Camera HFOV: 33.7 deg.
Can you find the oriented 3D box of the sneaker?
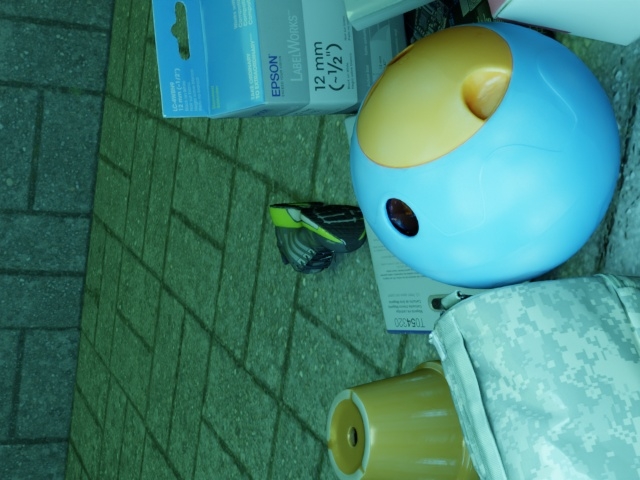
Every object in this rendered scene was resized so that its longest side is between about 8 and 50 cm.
[{"bbox_3d":[0.000,0.000,1.835,0.300,0.111,0.121,-162,66,-69],"label":"sneaker"}]

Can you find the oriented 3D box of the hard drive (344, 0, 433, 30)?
[{"bbox_3d":[0.165,-0.419,1.379,0.308,0.040,0.203,-18,67,21],"label":"hard drive"}]

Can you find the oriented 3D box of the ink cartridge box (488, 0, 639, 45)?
[{"bbox_3d":[0.271,-0.377,1.175,0.117,0.207,0.283,-41,52,53],"label":"ink cartridge box"}]

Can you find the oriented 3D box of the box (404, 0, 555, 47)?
[{"bbox_3d":[0.190,-0.319,1.490,0.293,0.073,0.295,-44,50,55],"label":"box"}]

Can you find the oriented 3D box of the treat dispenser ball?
[{"bbox_3d":[0.176,-0.091,1.146,0.288,0.288,0.288,-11,78,63],"label":"treat dispenser ball"}]

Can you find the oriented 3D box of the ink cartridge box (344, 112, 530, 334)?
[{"bbox_3d":[0.174,-0.038,1.437,0.324,0.071,0.330,-6,97,57],"label":"ink cartridge box"}]

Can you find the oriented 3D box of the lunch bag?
[{"bbox_3d":[0.264,0.188,1.083,0.212,0.256,0.305,-54,41,48],"label":"lunch bag"}]

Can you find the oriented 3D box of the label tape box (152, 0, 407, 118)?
[{"bbox_3d":[-0.053,-0.305,1.488,0.115,0.348,0.249,-7,89,62],"label":"label tape box"}]

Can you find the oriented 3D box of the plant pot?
[{"bbox_3d":[0.118,0.267,1.449,0.205,0.188,0.205,-10,79,63],"label":"plant pot"}]
